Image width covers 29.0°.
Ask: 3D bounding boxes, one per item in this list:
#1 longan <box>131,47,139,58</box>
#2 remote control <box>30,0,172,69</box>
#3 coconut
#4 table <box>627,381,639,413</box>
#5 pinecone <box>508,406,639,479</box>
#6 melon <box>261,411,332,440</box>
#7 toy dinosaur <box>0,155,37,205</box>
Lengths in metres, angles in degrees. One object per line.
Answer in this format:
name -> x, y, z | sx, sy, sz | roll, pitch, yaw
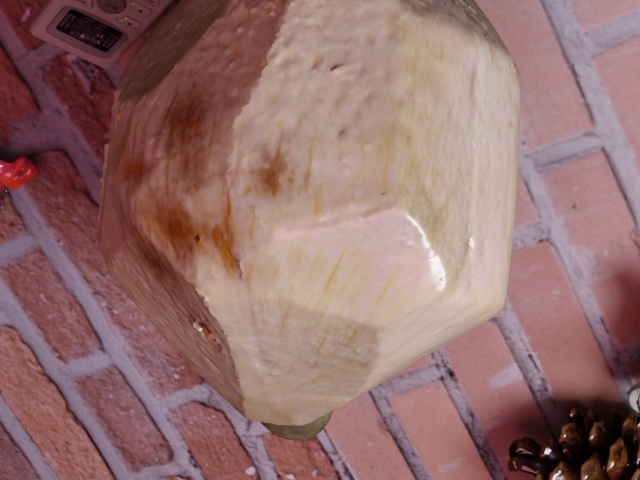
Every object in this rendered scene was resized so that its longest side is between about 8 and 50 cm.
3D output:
longan -> -0.158, -0.158, 1.213 | 0.075, 0.083, 0.075 | 41, 149, 31
remote control -> -0.176, -0.221, 1.082 | 0.087, 0.029, 0.190 | 24, 140, -29
coconut -> -0.009, -0.043, 1.052 | 0.344, 0.415, 0.415 | 10, 120, -14
table -> 0.413, 0.135, 1.221 | 0.198, 0.166, 0.167 | 10, 119, 8
pinecone -> 0.303, 0.265, 1.308 | 0.212, 0.169, 0.186 | 13, 135, 5
melon -> -0.034, 0.161, 1.353 | 0.098, 0.098, 0.131 | -21, 119, 19
toy dinosaur -> -0.436, -0.070, 1.330 | 0.286, 0.070, 0.139 | 4, 141, 9
